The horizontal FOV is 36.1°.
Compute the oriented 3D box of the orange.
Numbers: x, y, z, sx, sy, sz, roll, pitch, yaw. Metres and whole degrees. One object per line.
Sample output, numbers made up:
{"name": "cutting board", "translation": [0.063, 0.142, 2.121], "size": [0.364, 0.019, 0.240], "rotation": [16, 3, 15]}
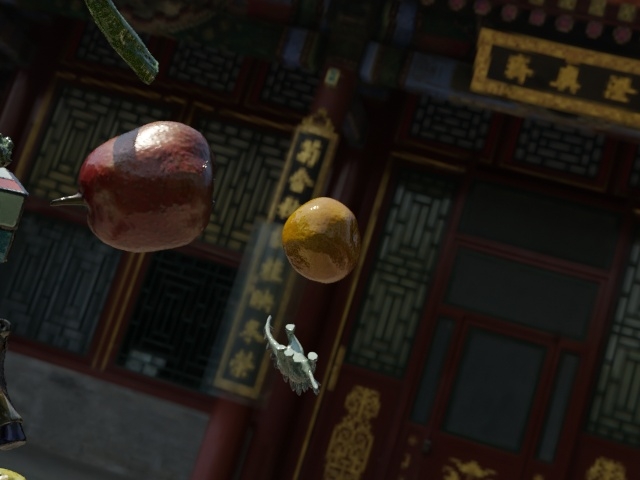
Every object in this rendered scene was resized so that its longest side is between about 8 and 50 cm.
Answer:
{"name": "orange", "translation": [0.000, 0.000, 1.789], "size": [0.136, 0.159, 0.159], "rotation": [-8, -20, 22]}

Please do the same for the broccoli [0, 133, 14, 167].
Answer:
{"name": "broccoli", "translation": [-0.705, -0.105, 1.799], "size": [0.288, 0.246, 0.247], "rotation": [2, 9, 43]}

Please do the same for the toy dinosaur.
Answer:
{"name": "toy dinosaur", "translation": [-0.041, 0.158, 1.323], "size": [0.039, 0.082, 0.209], "rotation": [-19, 30, -15]}

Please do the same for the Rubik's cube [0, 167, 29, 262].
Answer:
{"name": "Rubik's cube", "translation": [-0.745, -0.069, 2.087], "size": [0.183, 0.167, 0.180], "rotation": [12, 15, -33]}

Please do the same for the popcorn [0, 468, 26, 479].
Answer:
{"name": "popcorn", "translation": [-0.752, 0.613, 2.238], "size": [0.197, 0.198, 0.212], "rotation": [16, -12, 8]}

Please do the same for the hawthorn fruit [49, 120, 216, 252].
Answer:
{"name": "hawthorn fruit", "translation": [-0.400, -0.107, 2.135], "size": [0.368, 0.285, 0.285], "rotation": [-14, -4, -14]}

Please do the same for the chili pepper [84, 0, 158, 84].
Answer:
{"name": "chili pepper", "translation": [-0.459, -0.488, 2.145], "size": [0.076, 0.085, 0.359], "rotation": [-12, -41, 18]}

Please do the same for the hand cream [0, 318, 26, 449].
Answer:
{"name": "hand cream", "translation": [-0.405, 0.185, 1.262], "size": [0.038, 0.163, 0.062], "rotation": [-11, -22, -4]}
